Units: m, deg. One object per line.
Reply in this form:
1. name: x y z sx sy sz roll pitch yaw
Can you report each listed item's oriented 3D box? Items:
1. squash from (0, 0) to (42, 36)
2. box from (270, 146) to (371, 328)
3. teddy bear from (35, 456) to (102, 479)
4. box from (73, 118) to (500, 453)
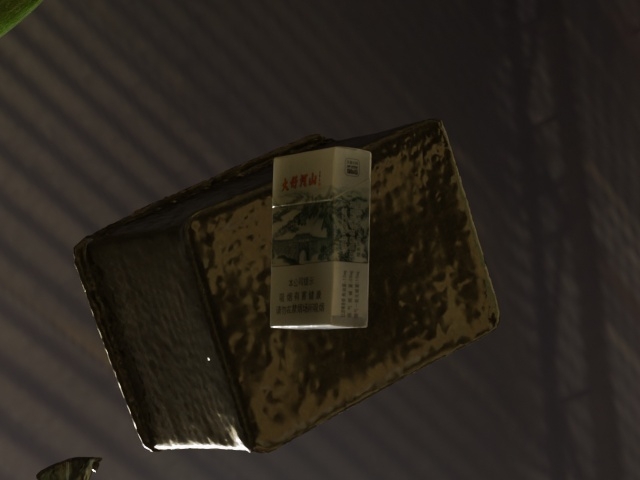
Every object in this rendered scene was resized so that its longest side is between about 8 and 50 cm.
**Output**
1. squash: -0.292 -0.114 1.019 0.107 0.395 0.107 49 161 23
2. box: 0.000 0.000 0.828 0.024 0.054 0.083 5 -96 -32
3. teddy bear: -0.159 0.222 0.999 0.133 0.111 0.213 -84 -9 -62
4. box: -0.020 0.030 1.333 0.273 0.143 0.184 -25 -80 -37
